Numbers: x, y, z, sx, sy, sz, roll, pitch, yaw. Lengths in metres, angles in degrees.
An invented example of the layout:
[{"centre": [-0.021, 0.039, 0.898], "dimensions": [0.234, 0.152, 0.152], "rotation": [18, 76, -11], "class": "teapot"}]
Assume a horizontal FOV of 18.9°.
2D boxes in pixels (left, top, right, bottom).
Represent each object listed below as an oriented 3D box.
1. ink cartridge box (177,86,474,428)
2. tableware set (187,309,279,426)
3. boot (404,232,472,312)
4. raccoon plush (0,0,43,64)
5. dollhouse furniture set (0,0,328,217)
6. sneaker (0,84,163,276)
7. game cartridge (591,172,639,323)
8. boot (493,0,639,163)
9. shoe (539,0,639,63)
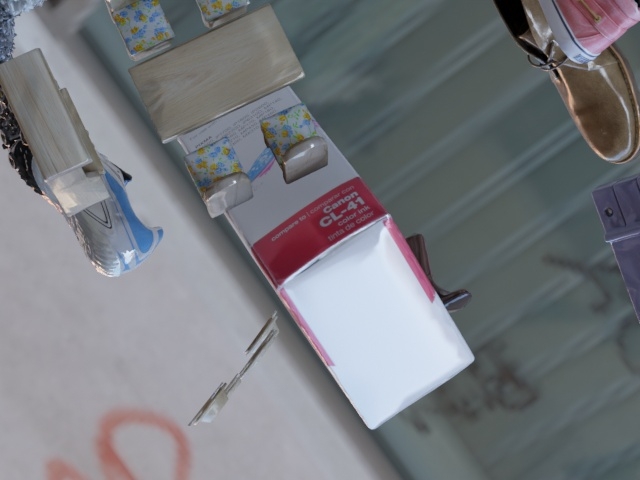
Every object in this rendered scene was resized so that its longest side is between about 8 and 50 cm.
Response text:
[{"centre": [0.000, 0.000, 1.867], "dimensions": [0.131, 0.226, 0.306], "rotation": [-33, -140, 1], "class": "ink cartridge box"}, {"centre": [-0.089, 0.142, 2.053], "dimensions": [0.141, 0.020, 0.169], "rotation": [-52, 180, 5], "class": "tableware set"}, {"centre": [0.129, 0.035, 2.271], "dimensions": [0.037, 0.114, 0.106], "rotation": [7, 155, -41], "class": "boot"}, {"centre": [-0.457, -0.269, 2.069], "dimensions": [0.446, 0.216, 0.299], "rotation": [-22, 158, -35], "class": "raccoon plush"}, {"centre": [-0.138, -0.130, 1.660], "dimensions": [0.242, 0.212, 0.161], "rotation": [-25, 169, -5], "class": "dollhouse furniture set"}, {"centre": [-0.253, -0.073, 1.979], "dimensions": [0.086, 0.237, 0.085], "rotation": [-36, -178, -33], "class": "sneaker"}, {"centre": [0.487, 0.073, 2.347], "dimensions": [0.068, 0.355, 0.230], "rotation": [-24, -176, -42], "class": "game cartridge"}, {"centre": [0.284, -0.221, 2.284], "dimensions": [0.115, 0.305, 0.112], "rotation": [-27, -177, -41], "class": "boot"}, {"centre": [0.217, -0.246, 1.653], "dimensions": [0.081, 0.178, 0.063], "rotation": [-35, 161, 33], "class": "shoe"}]
